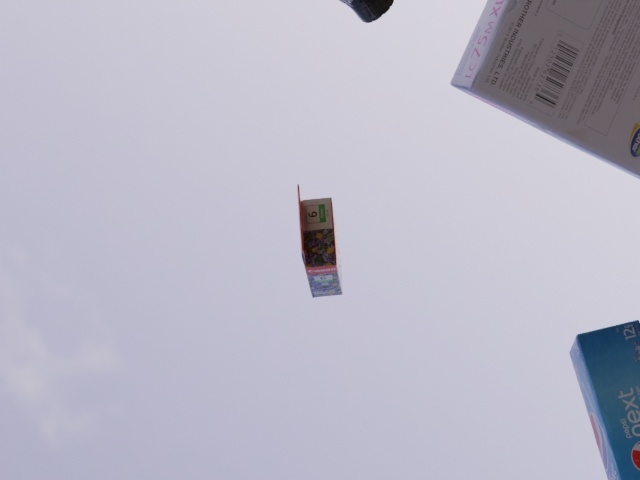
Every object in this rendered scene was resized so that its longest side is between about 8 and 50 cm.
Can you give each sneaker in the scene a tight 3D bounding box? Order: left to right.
[{"bbox_3d":[0.013,-0.242,1.535,0.089,0.051,0.170,43,-173,-33],"label":"sneaker"}]

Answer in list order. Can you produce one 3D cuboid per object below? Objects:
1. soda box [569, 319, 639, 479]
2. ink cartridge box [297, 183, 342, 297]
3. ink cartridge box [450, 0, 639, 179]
[{"bbox_3d":[0.323,0.195,1.855,0.067,0.071,0.210,89,167,-69],"label":"soda box"},{"bbox_3d":[0.000,0.000,1.495,0.115,0.029,0.063,79,-173,-69],"label":"ink cartridge box"},{"bbox_3d":[0.300,-0.173,1.780,0.311,0.065,0.186,24,-90,-20],"label":"ink cartridge box"}]
